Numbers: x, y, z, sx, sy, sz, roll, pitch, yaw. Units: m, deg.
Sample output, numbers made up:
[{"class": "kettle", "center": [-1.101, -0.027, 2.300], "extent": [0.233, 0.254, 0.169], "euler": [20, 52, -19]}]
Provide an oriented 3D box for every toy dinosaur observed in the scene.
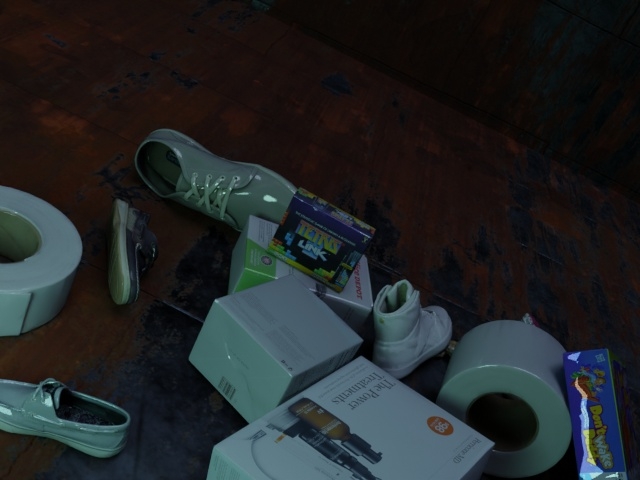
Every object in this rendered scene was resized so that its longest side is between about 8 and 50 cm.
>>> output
[{"class": "toy dinosaur", "center": [0.300, 0.250, 1.638], "extent": [0.183, 0.053, 0.092], "euler": [35, 29, 13]}]

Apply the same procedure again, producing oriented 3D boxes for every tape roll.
[{"class": "tape roll", "center": [-0.546, 0.026, 1.245], "extent": [0.286, 0.100, 0.286], "euler": [21, 30, -13]}, {"class": "tape roll", "center": [0.349, 0.294, 1.417], "extent": [0.246, 0.246, 0.169], "euler": [31, 30, 6]}]

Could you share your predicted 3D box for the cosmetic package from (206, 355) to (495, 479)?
[{"class": "cosmetic package", "center": [0.057, 0.348, 1.172], "extent": [0.284, 0.097, 0.377], "euler": [32, 32, 27]}]

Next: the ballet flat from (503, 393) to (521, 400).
[{"class": "ballet flat", "center": [0.421, 0.282, 1.681], "extent": [0.084, 0.058, 0.250], "euler": [7, 35, -30]}]

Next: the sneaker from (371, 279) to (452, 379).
[{"class": "sneaker", "center": [0.198, 0.154, 1.565], "extent": [0.108, 0.169, 0.292], "euler": [9, 21, 29]}]

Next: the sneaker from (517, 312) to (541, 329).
[{"class": "sneaker", "center": [0.503, 0.261, 1.786], "extent": [0.063, 0.075, 0.170], "euler": [9, 53, -61]}]

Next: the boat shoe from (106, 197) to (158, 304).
[{"class": "boat shoe", "center": [-0.350, 0.017, 1.421], "extent": [0.092, 0.103, 0.285], "euler": [8, 29, -22]}]

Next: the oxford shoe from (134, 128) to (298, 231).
[{"class": "oxford shoe", "center": [-0.225, -0.111, 1.659], "extent": [0.449, 0.169, 0.130], "euler": [27, 26, 14]}]

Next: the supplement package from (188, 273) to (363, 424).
[{"class": "supplement package", "center": [-0.077, 0.191, 1.321], "extent": [0.194, 0.149, 0.203], "euler": [42, 32, 23]}]

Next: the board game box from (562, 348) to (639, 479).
[{"class": "board game box", "center": [0.532, 0.336, 1.412], "extent": [0.347, 0.078, 0.233], "euler": [25, 58, -61]}]

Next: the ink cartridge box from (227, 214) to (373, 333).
[{"class": "ink cartridge box", "center": [-0.043, 0.082, 1.555], "extent": [0.272, 0.115, 0.198], "euler": [19, 31, -14]}]

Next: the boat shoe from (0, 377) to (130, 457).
[{"class": "boat shoe", "center": [-0.378, 0.235, 1.075], "extent": [0.227, 0.081, 0.079], "euler": [22, 30, -11]}]

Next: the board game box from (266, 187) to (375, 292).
[{"class": "board game box", "center": [0.000, 0.000, 1.458], "extent": [0.170, 0.141, 0.048], "euler": [29, 31, 3]}]
